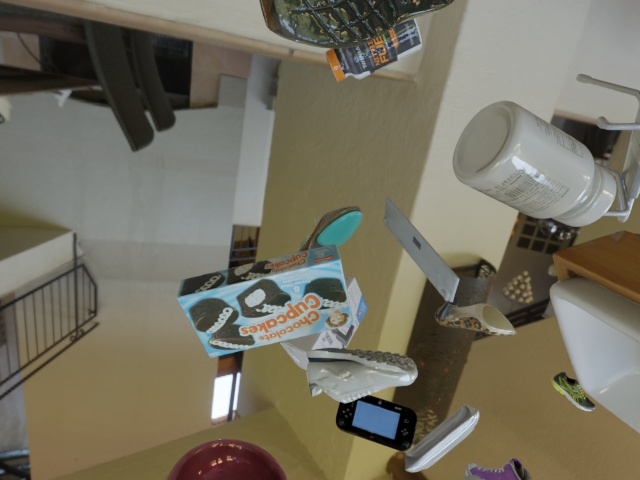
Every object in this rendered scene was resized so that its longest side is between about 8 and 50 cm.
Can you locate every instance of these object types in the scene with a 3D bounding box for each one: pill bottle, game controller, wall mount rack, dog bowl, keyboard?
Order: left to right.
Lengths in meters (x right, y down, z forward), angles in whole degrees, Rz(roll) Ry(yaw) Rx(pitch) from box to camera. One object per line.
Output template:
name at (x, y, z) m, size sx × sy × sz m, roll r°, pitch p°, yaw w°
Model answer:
dog bowl at (-0.261, 0.735, 1.173) m, size 0.407 × 0.151 × 0.408 m, roll 13°, pitch -161°, yaw -5°
pill bottle at (0.138, -0.526, 1.151) m, size 0.245 × 0.131 × 0.130 m, roll -23°, pitch -163°, yaw 12°
game controller at (0.225, 0.723, 1.714) m, size 0.319 × 0.167 × 0.067 m, roll 13°, pitch 175°, yaw 14°
keyboard at (0.196, 0.011, 0.863) m, size 0.014 × 0.072 × 0.256 m, roll -15°, pitch -134°, yaw -19°
pill bottle at (0.332, -0.107, 0.652) m, size 0.229 × 0.131 × 0.131 m, roll 20°, pitch -164°, yaw -21°
wall mount rack at (0.649, -0.226, 0.961) m, size 0.130 × 0.350 × 0.304 m, roll 5°, pitch -141°, yaw 23°

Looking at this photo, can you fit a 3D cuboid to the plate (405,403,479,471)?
plate at (0.386, 0.629, 1.344) m, size 0.045 × 0.277 × 0.278 m, roll 50°, pitch 177°, yaw 20°

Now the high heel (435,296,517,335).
high heel at (0.550, 0.297, 1.526) m, size 0.261 × 0.186 × 0.093 m, roll 25°, pitch -121°, yaw 11°

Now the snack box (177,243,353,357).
snack box at (-0.103, 0.130, 0.877) m, size 0.321 × 0.187 × 0.060 m, roll -14°, pitch -143°, yaw 0°

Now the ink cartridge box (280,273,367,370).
ink cartridge box at (0.027, 0.369, 1.876) m, size 0.166 × 0.286 × 0.395 m, roll 17°, pitch -120°, yaw 32°

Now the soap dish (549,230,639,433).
soap dish at (0.394, 0.135, 0.459) m, size 0.118 × 0.291 × 0.229 m, roll -41°, pitch -144°, yaw -5°

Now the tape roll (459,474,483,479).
tape roll at (0.340, 0.690, 0.956) m, size 0.169 × 0.246 × 0.246 m, roll 44°, pitch -148°, yaw 17°

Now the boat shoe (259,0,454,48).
boat shoe at (0.059, -0.359, 0.629) m, size 0.323 × 0.123 × 0.120 m, roll -23°, pitch -153°, yaw -23°

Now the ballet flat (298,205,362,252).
ballet flat at (0.000, 0.000, 1.373) m, size 0.116 × 0.342 × 0.124 m, roll 17°, pitch -152°, yaw -36°

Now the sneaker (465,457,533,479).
sneaker at (0.569, 0.742, 1.328) m, size 0.102 × 0.161 × 0.282 m, roll 20°, pitch 177°, yaw -12°

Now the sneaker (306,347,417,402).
sneaker at (0.073, 0.253, 0.786) m, size 0.235 × 0.095 × 0.090 m, roll -8°, pitch 167°, yaw 41°

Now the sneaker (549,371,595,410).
sneaker at (0.465, 0.275, 0.773) m, size 0.083 × 0.035 × 0.031 m, roll 37°, pitch -153°, yaw 16°
